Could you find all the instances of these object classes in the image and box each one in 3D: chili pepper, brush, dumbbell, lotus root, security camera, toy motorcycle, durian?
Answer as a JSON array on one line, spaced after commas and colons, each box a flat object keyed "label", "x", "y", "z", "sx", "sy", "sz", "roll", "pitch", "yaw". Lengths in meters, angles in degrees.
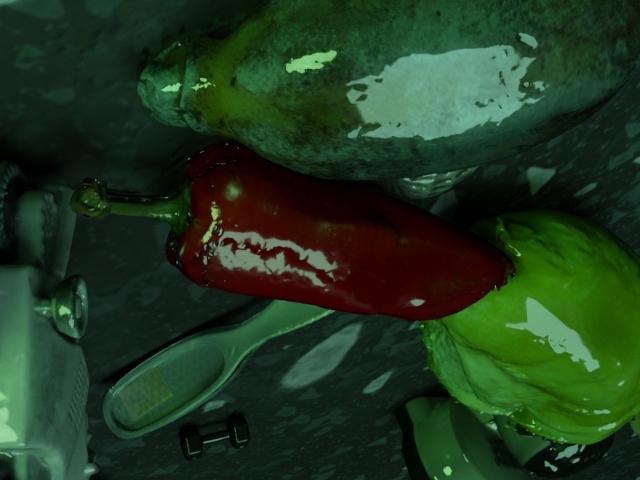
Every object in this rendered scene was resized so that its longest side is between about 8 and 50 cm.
[{"label": "chili pepper", "x": 0.000, "y": 0.000, "z": 0.638, "sx": 0.387, "sy": 0.110, "sz": 0.110, "roll": 13, "pitch": 134, "yaw": -25}, {"label": "brush", "x": -0.083, "y": 0.107, "z": 0.825, "sx": 0.296, "sy": 0.068, "sz": 0.060, "roll": -31, "pitch": 166, "yaw": 9}, {"label": "dumbbell", "x": -0.128, "y": 0.237, "z": 0.998, "sx": 0.083, "sy": 0.040, "sz": 0.036, "roll": -9, "pitch": 175, "yaw": -20}, {"label": "lotus root", "x": 0.050, "y": -0.109, "z": 0.517, "sx": 0.322, "sy": 0.140, "sz": 0.158, "roll": -16, "pitch": 147, "yaw": -6}, {"label": "security camera", "x": 0.269, "y": 0.260, "z": 1.137, "sx": 0.277, "sy": 0.191, "sz": 0.197, "roll": -42, "pitch": 142, "yaw": 25}, {"label": "toy motorcycle", "x": -0.200, "y": 0.086, "z": 0.552, "sx": 0.110, "sy": 0.260, "sz": 0.171, "roll": -2, "pitch": 167, "yaw": -4}, {"label": "durian", "x": 0.237, "y": 0.092, "z": 0.868, "sx": 0.255, "sy": 0.205, "sz": 0.340, "roll": -10, "pitch": 146, "yaw": 1}]

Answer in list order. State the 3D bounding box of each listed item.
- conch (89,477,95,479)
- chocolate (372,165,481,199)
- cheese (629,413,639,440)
[{"label": "conch", "x": -0.336, "y": 0.359, "z": 0.958, "sx": 0.255, "sy": 0.127, "sz": 0.158, "roll": 1, "pitch": 141, "yaw": -32}, {"label": "chocolate", "x": 0.113, "y": -0.086, "z": 0.651, "sx": 0.167, "sy": 0.072, "sz": 0.072, "roll": -28, "pitch": 147, "yaw": 2}, {"label": "cheese", "x": 0.481, "y": 0.151, "z": 1.039, "sx": 0.123, "sy": 0.266, "sz": 0.242, "roll": 1, "pitch": 140, "yaw": -36}]
